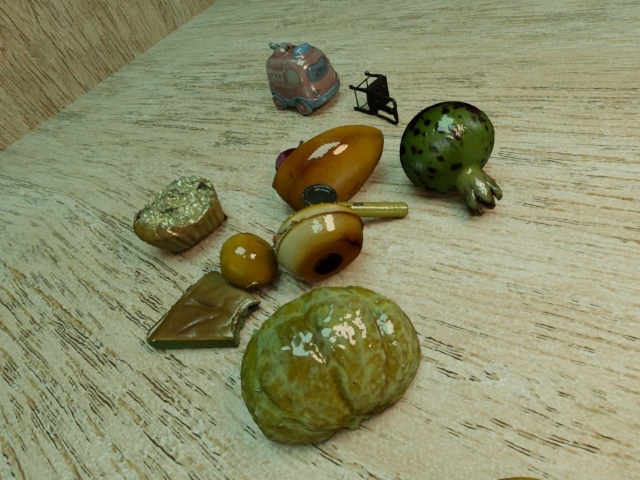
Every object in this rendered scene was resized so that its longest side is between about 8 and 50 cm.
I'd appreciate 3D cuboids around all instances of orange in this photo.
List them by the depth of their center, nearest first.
[{"bbox_3d":[0.003,0.211,0.789,0.368,0.210,0.271,-26,48,-1],"label":"orange"},{"bbox_3d":[-0.185,0.054,1.040,0.134,0.154,0.155,-49,44,17],"label":"orange"}]

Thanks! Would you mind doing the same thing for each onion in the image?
[{"bbox_3d":[-0.072,-0.257,1.286,0.150,0.140,0.150,0,55,0],"label":"onion"}]

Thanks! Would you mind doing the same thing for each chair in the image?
[{"bbox_3d":[0.215,-0.496,1.423,0.113,0.106,0.229,-43,50,-17],"label":"chair"}]

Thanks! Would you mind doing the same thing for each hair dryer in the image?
[{"bbox_3d":[0.091,-0.072,1.089,0.278,0.135,0.090,0,47,-3],"label":"hair dryer"}]

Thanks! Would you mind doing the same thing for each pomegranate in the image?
[{"bbox_3d":[0.329,-0.202,1.057,0.242,0.242,0.306,-7,77,14],"label":"pomegranate"}]

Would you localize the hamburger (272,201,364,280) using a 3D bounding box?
[{"bbox_3d":[-0.001,-0.002,0.978,0.237,0.237,0.147,-25,61,-2],"label":"hamburger"}]

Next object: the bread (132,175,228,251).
[{"bbox_3d":[-0.427,-0.073,1.245,0.274,0.149,0.274,-14,40,12],"label":"bread"}]

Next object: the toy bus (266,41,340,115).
[{"bbox_3d":[-0.080,-0.643,1.575,0.294,0.232,0.197,26,62,37],"label":"toy bus"}]

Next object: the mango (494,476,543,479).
[{"bbox_3d":[0.229,0.440,0.552,0.295,0.120,0.177,-27,44,-5],"label":"mango"}]

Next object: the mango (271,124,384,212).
[{"bbox_3d":[0.034,-0.207,1.169,0.350,0.199,0.201,-34,89,6],"label":"mango"}]

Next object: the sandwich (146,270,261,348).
[{"bbox_3d":[-0.282,0.204,0.998,0.212,0.063,0.245,26,64,35],"label":"sandwich"}]
